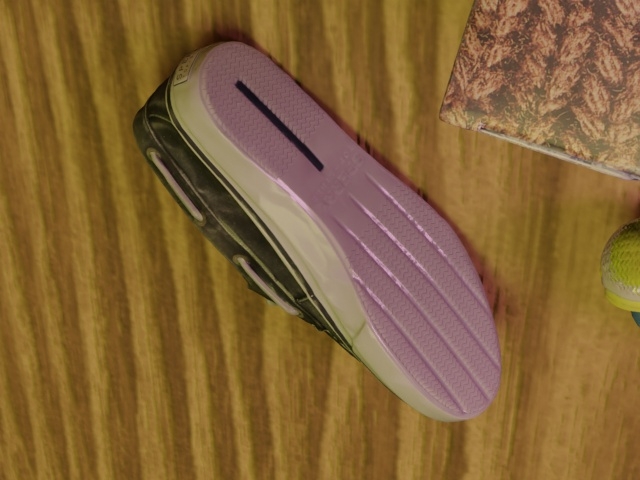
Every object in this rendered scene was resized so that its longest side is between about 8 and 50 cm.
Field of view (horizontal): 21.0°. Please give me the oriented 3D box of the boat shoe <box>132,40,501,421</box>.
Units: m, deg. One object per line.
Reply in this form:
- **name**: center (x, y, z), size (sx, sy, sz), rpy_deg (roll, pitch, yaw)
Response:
- **boat shoe**: center (0.000, 0.000, 1.258), size (0.335, 0.121, 0.119), rpy_deg (51, 142, -11)

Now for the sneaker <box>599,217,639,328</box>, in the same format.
- **sneaker**: center (0.313, 0.035, 1.156), size (0.240, 0.091, 0.126), rpy_deg (6, 153, 22)

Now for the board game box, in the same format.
- **board game box**: center (0.207, -0.109, 0.867), size (0.232, 0.291, 0.141), rpy_deg (18, 104, 8)
